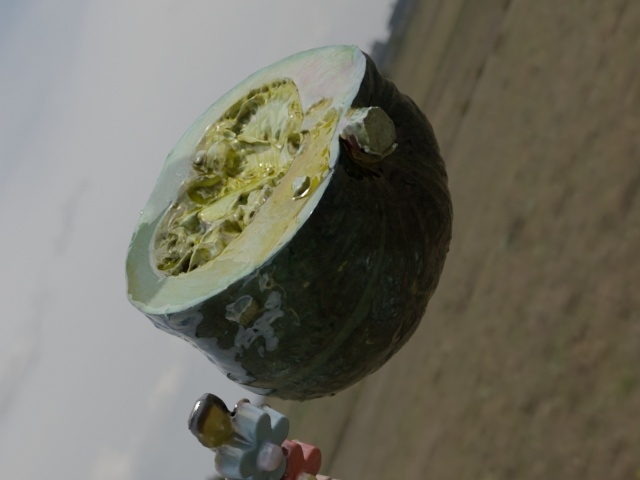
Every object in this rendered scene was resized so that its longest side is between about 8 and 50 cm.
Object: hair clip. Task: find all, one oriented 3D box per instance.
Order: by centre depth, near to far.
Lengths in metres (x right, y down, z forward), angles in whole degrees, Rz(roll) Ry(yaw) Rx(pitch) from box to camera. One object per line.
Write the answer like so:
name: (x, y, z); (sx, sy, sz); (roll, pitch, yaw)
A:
hair clip: (-0.017, 0.144, 1.055); (0.214, 0.056, 0.062); (59, -137, -58)

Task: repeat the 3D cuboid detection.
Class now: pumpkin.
pumpkin: (0.000, 0.000, 1.497); (0.263, 0.197, 0.293); (-24, 36, 40)
